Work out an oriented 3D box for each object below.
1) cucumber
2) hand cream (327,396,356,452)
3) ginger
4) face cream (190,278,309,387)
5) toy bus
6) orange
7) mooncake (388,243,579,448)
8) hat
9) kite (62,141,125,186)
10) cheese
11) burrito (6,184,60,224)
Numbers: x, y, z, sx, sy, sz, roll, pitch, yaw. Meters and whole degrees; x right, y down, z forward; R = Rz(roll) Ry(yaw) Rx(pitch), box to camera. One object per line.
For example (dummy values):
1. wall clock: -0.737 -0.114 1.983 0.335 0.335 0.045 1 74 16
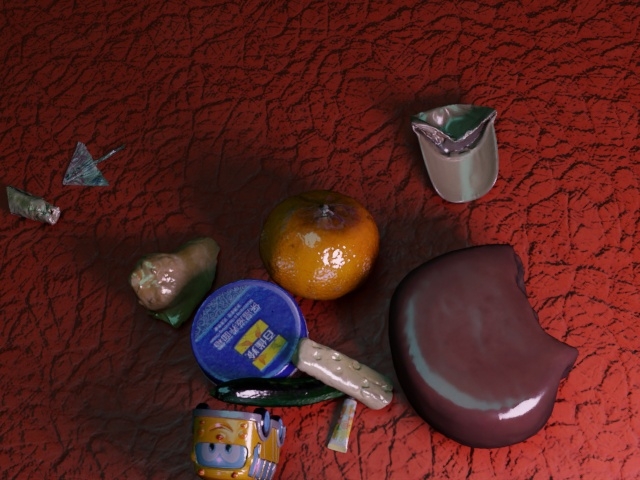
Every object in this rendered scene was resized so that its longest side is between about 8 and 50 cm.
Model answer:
1. cucumber: -0.058 0.255 1.834 0.284 0.056 0.056 1 53 -35
2. hand cream: 0.043 0.317 1.879 0.035 0.022 0.102 14 70 12
3. ginger: -0.279 0.049 2.033 0.115 0.123 0.193 10 57 38
4. face cream: -0.123 0.181 1.930 0.205 0.111 0.206 -4 63 8
5. toy bus: -0.140 0.348 1.795 0.126 0.209 0.136 2 74 13
6. orange: 0.000 0.000 1.954 0.224 0.170 0.224 7 45 -7
7. mooncake: 0.267 0.171 1.828 0.325 0.174 0.334 29 68 20
8. hat: 0.258 -0.168 2.082 0.166 0.144 0.173 -6 105 -2
9. kite: -0.470 -0.159 2.235 0.156 0.011 0.139 -32 64 -6
10. cheese: 0.039 0.228 1.857 0.194 0.043 0.065 29 54 -15
11. burrito: -0.592 -0.070 2.191 0.149 0.041 0.055 21 55 24
